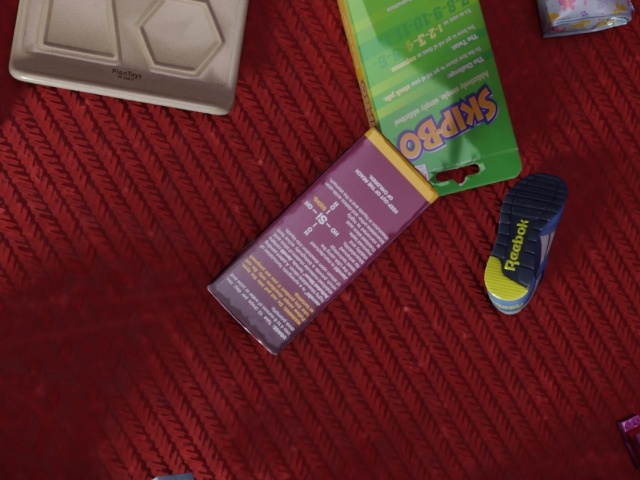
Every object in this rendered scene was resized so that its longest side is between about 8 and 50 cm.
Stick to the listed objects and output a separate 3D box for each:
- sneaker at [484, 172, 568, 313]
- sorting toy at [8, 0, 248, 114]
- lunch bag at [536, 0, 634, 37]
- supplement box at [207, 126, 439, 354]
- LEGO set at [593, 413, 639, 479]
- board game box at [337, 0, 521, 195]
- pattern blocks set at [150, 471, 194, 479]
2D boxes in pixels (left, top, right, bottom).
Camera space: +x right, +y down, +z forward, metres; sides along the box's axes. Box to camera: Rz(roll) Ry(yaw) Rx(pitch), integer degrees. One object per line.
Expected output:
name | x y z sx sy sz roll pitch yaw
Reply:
sneaker | 0.184 0.003 1.070 0.053 0.059 0.144 17 63 22
sorting toy | -0.159 -0.219 1.030 0.193 0.038 0.208 9 78 -10
lunch bag | 0.245 -0.230 1.100 0.083 0.053 0.071 -10 85 -2
supplement box | 0.000 0.000 0.988 0.188 0.104 0.081 -44 93 -2
LEGO set | 0.303 0.278 1.043 0.087 0.093 0.227 -22 89 -12
board game box | 0.092 -0.169 1.072 0.124 0.039 0.260 -14 85 -11
pattern blocks set | -0.110 0.338 0.877 0.026 0.285 0.325 -26 81 29
